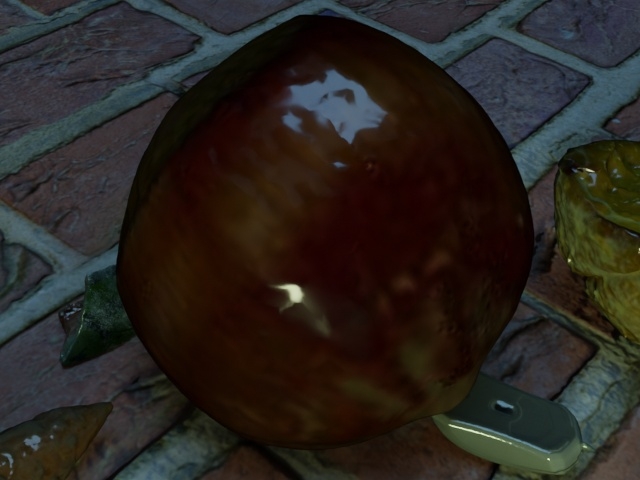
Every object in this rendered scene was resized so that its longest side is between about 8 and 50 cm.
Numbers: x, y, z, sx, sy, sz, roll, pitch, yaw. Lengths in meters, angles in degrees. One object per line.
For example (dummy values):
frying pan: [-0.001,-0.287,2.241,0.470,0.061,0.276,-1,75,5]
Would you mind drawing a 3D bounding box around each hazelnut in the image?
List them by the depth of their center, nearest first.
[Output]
hazelnut: [0.000,0.000,0.924,0.421,0.353,0.421,-5,72,14]

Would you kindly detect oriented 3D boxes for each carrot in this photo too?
carrot: [-0.304,0.220,0.867,0.102,0.102,0.263,35,48,30]

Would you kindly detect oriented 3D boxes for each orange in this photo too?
orange: [0.434,0.028,1.057,0.368,0.210,0.271,25,43,25]

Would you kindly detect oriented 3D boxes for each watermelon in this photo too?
watermelon: [-0.234,0.064,1.068,0.155,0.101,0.080,-12,31,-31]

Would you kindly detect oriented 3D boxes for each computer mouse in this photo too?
computer mouse: [0.192,0.191,0.966,0.181,0.056,0.089,19,47,13]
